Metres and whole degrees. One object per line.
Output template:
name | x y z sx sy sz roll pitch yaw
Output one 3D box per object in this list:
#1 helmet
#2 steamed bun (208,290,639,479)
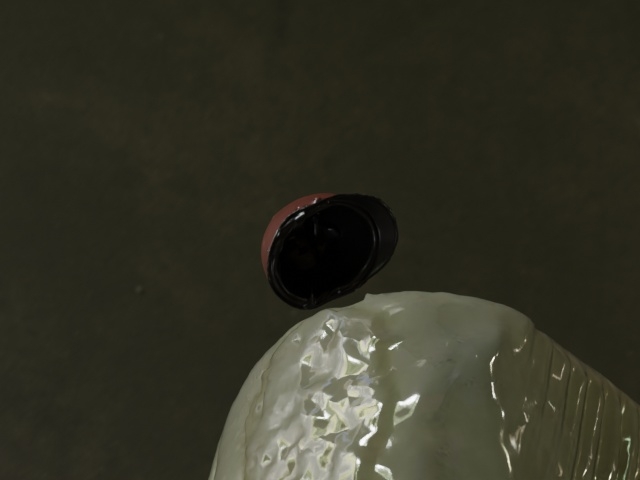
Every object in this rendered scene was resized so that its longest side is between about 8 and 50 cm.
helmet | 0.001 -0.001 1.072 0.084 0.049 0.065 -28 116 -7
steamed bun | 0.080 0.203 0.817 0.383 0.236 0.247 39 50 -35
